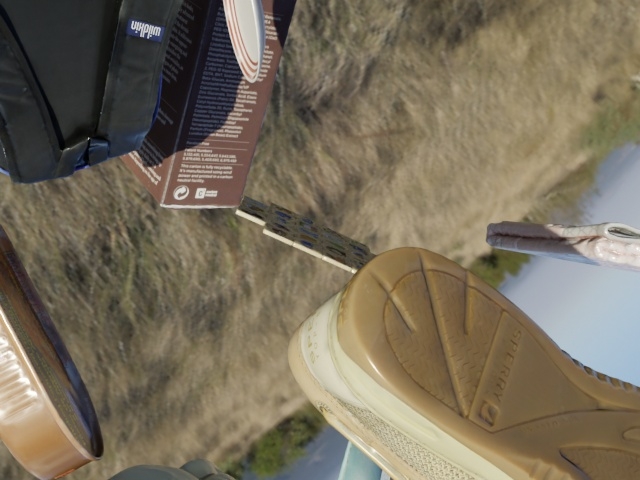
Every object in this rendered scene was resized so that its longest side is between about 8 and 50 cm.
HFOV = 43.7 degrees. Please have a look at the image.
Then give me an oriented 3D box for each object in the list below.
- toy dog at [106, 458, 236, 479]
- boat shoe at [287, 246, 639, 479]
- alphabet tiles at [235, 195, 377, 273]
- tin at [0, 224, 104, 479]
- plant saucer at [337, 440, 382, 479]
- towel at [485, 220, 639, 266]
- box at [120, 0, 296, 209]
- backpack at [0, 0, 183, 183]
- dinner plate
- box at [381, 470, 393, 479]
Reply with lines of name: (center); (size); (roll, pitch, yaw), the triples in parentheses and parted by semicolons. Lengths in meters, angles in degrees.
toy dog: (-0.067, 0.414, 0.777); (0.284, 0.408, 0.395); (-33, 149, -34)
boat shoe: (0.134, 0.138, 0.467); (0.122, 0.341, 0.110); (-54, -173, -38)
alphabet tiles: (0.000, 0.000, 1.540); (0.285, 0.342, 0.011); (-96, -149, -77)
tin: (-0.182, 0.048, 0.454); (0.040, 0.190, 0.106); (-27, -177, -13)
plant saucer: (0.028, 0.253, 0.749); (0.195, 0.037, 0.195); (15, 90, -84)
towel: (0.457, 0.018, 1.163); (0.317, 0.331, 0.053); (-171, -89, -76)
box: (-0.166, -0.256, 1.139); (0.143, 0.191, 0.381); (-2, 122, -37)
backpack: (-0.295, -0.206, 0.847); (0.276, 0.213, 0.263); (-16, 125, -27)
dinner plate: (-0.077, -0.232, 0.809); (0.017, 0.141, 0.141); (-14, 158, -16)
box: (0.190, 0.363, 0.981); (0.163, 0.247, 0.142); (25, 106, -37)
